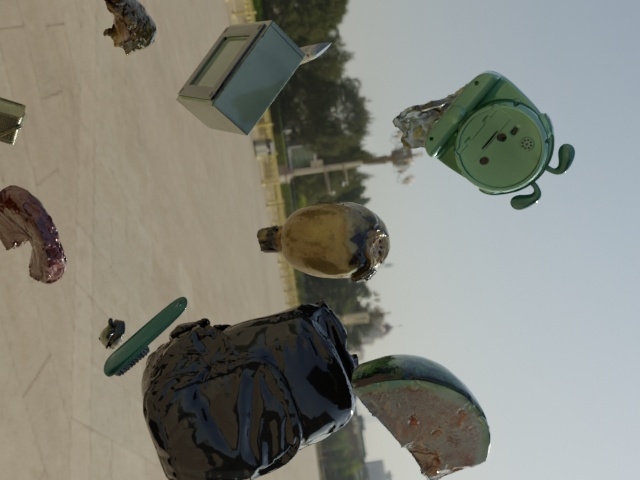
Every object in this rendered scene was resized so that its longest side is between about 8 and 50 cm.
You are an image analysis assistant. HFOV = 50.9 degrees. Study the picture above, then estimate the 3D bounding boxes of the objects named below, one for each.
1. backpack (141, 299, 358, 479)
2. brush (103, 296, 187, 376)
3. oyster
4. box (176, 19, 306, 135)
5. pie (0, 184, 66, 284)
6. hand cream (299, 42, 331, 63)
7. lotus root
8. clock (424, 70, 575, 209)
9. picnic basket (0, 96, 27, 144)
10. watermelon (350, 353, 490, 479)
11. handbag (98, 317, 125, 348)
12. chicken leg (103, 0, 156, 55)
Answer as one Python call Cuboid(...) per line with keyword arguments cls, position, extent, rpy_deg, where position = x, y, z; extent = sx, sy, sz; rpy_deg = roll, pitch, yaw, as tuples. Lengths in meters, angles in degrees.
Cuboid(cls="backpack", position=(-0.128, 0.311, 1.384), extent=(0.255, 0.445, 0.364), rpy_deg=(-139, -149, -77))
Cuboid(cls="brush", position=(-0.284, 0.162, 1.114), extent=(0.032, 0.193, 0.043), rpy_deg=(41, 12, -46))
Cuboid(cls="oyster", position=(0.220, -0.227, 1.212), extent=(0.061, 0.199, 0.106), rpy_deg=(-128, -147, -53))
Cuboid(cls="box", position=(-0.186, -0.367, 1.510), extent=(0.117, 0.225, 0.225), rpy_deg=(40, -10, -33))
Cuboid(cls="pie", position=(-0.617, -0.013, 1.420), extent=(0.218, 0.054, 0.205), rpy_deg=(36, -46, 23))
Cuboid(cls="hand cream", position=(-0.046, -0.487, 1.773), extent=(0.170, 0.065, 0.043), rpy_deg=(1, -50, 47))
Cuboid(cls="lotus root", position=(0.000, 0.000, 1.450), extent=(0.182, 0.309, 0.183), rpy_deg=(-4, 95, -55))
Cuboid(cls="clock", position=(0.257, -0.136, 0.952), extent=(0.148, 0.188, 0.060), rpy_deg=(-54, 175, 25))
Cuboid(cls="picnic basket", position=(-0.859, -0.324, 1.754), extent=(0.080, 0.164, 0.115), rpy_deg=(-64, -155, 22))
Cuboid(cls="watermelon", position=(0.178, 0.305, 1.252), extent=(0.223, 0.180, 0.305), rpy_deg=(-3, -45, 52))
Cuboid(cls="handbag", position=(-0.485, 0.221, 1.563), extent=(0.111, 0.047, 0.072), rpy_deg=(-38, -133, 52))
Cuboid(cls="chicken leg", position=(-0.395, -0.446, 1.347), extent=(0.085, 0.101, 0.207), rpy_deg=(38, -5, 7))
